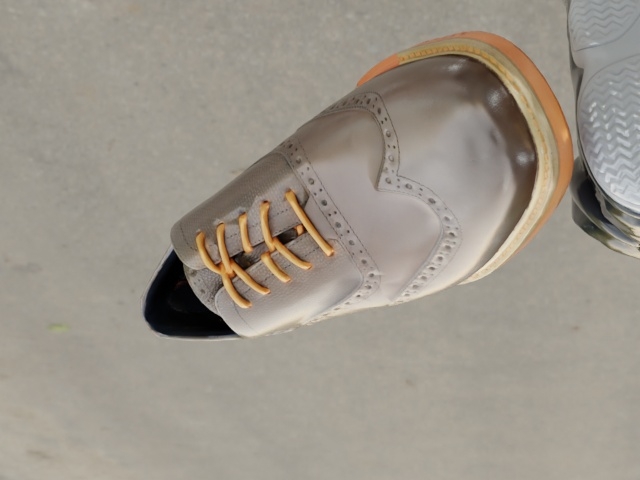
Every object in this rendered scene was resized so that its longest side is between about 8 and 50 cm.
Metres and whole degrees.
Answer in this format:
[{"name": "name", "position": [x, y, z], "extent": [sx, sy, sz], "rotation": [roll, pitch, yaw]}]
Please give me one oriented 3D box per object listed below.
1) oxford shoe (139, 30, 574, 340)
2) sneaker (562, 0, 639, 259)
[{"name": "oxford shoe", "position": [0.000, 0.000, 0.595], "extent": [0.133, 0.130, 0.364], "rotation": [-30, 178, -31]}, {"name": "sneaker", "position": [0.181, -0.097, 0.592], "extent": [0.101, 0.268, 0.153], "rotation": [0, 147, 12]}]
